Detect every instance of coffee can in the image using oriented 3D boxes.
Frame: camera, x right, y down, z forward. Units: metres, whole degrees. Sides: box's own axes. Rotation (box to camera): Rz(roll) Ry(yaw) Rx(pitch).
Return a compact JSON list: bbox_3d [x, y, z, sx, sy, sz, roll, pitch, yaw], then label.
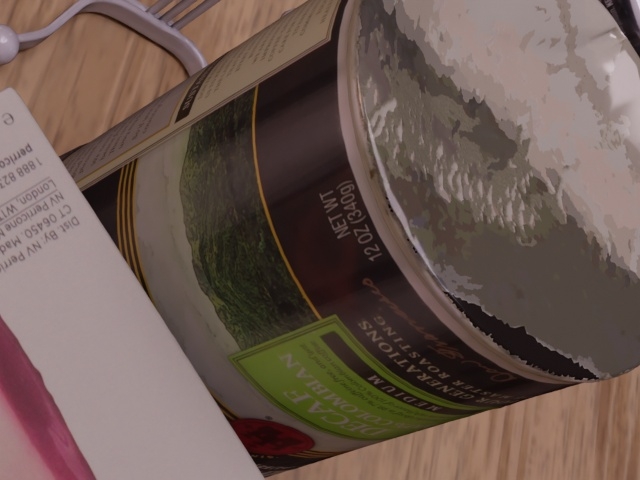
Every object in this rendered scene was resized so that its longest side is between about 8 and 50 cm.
[{"bbox_3d":[0.000,0.000,0.669,0.201,0.275,0.201,19,60,-36],"label":"coffee can"}]

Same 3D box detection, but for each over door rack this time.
[{"bbox_3d":[-0.117,-0.197,0.675,0.324,0.239,0.108,38,44,-25],"label":"over door rack"}]

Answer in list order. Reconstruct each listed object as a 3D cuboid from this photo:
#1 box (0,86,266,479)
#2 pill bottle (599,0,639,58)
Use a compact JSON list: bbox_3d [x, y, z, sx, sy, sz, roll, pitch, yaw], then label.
[{"bbox_3d":[-0.144,0.081,0.591,0.127,0.148,0.232,-38,99,-45],"label":"box"},{"bbox_3d":[0.126,-0.099,0.849,0.130,0.245,0.130,17,62,-36],"label":"pill bottle"}]
